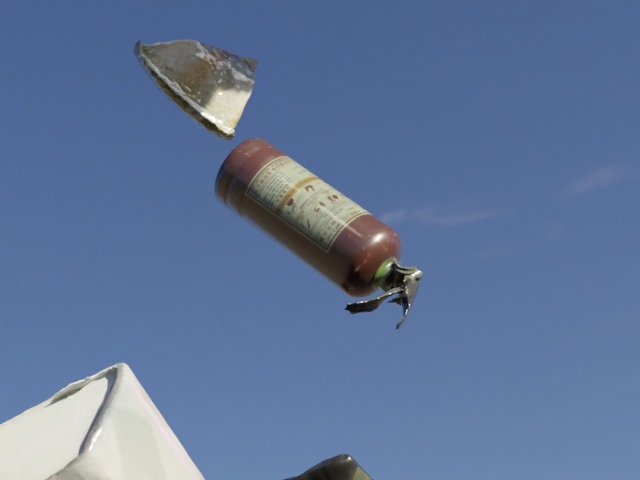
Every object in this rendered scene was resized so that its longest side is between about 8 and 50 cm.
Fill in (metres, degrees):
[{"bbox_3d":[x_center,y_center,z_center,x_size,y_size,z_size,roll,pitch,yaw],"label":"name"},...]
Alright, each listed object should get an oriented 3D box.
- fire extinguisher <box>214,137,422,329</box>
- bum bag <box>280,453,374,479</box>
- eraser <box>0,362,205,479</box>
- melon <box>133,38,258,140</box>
[{"bbox_3d":[0.000,0.000,1.094,0.099,0.231,0.071,-25,-38,-41],"label":"fire extinguisher"},{"bbox_3d":[-0.094,0.254,1.001,0.340,0.095,0.144,-15,-65,7],"label":"bum bag"},{"bbox_3d":[-0.131,0.284,0.861,0.213,0.082,0.397,-27,-57,-1],"label":"eraser"},{"bbox_3d":[-0.135,-0.181,1.532,0.093,0.139,0.202,-40,-32,22],"label":"melon"}]
